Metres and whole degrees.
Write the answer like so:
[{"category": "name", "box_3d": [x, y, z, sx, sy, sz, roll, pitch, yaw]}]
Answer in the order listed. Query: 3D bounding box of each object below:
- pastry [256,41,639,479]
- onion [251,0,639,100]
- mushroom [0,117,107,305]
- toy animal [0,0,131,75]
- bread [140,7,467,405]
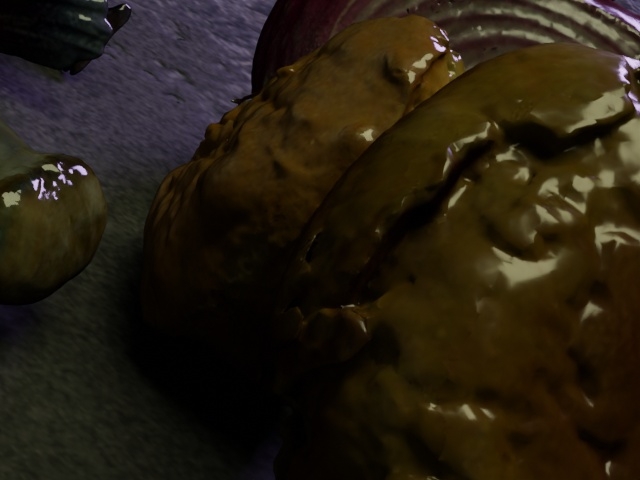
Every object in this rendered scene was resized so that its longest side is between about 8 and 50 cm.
[{"category": "pastry", "box_3d": [0.133, 0.080, 0.860, 0.356, 0.356, 0.164, 19, -14, -30]}, {"category": "onion", "box_3d": [0.078, -0.078, 1.191, 0.230, 0.256, 0.272, 25, 62, 12]}, {"category": "mushroom", "box_3d": [-0.231, -0.073, 0.982, 0.312, 0.081, 0.100, 39, 20, 23]}, {"category": "toy animal", "box_3d": [-0.193, -0.193, 1.208, 0.179, 0.116, 0.218, 22, 32, -27]}, {"category": "bread", "box_3d": [0.000, 0.000, 0.987, 0.143, 0.229, 0.139, 37, 45, -14]}]
